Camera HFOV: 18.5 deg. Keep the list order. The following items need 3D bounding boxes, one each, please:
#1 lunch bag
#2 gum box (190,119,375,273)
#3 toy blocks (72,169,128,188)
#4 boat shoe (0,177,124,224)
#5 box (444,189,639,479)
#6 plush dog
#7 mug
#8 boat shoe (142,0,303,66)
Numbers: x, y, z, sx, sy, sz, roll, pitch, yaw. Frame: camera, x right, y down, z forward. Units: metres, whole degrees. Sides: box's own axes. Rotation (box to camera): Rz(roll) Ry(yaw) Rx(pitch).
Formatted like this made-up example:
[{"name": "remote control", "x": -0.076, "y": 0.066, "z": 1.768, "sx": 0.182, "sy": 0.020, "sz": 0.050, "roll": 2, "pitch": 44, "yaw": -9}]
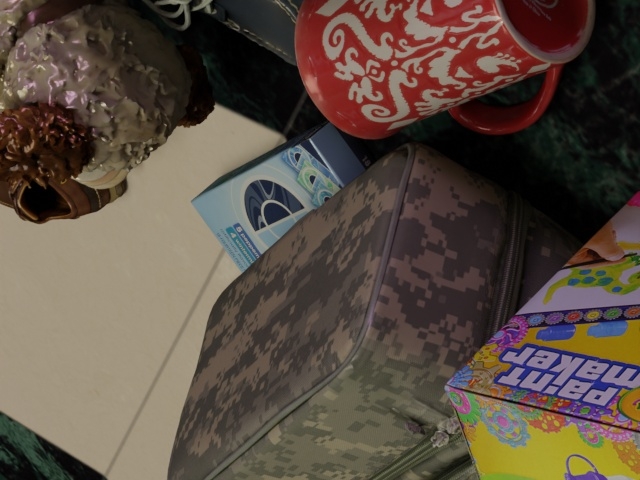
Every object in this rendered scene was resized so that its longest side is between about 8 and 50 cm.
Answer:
[{"name": "lunch bag", "x": 0.077, "y": 0.109, "z": 1.354, "sx": 0.256, "sy": 0.212, "sz": 0.305, "roll": 27, "pitch": 138, "yaw": -19}, {"name": "gum box", "x": 0.000, "y": 0.000, "z": 1.509, "sx": 0.157, "sy": 0.041, "sz": 0.184, "roll": 55, "pitch": 145, "yaw": -8}, {"name": "toy blocks", "x": -0.208, "y": -0.097, "z": 1.577, "sx": 0.123, "sy": 0.054, "sz": 0.148, "roll": 47, "pitch": 179, "yaw": 2}, {"name": "boat shoe", "x": -0.248, "y": -0.048, "z": 1.726, "sx": 0.178, "sy": 0.060, "sz": 0.064, "roll": 4, "pitch": 126, "yaw": 47}, {"name": "box", "x": 0.254, "y": 0.131, "z": 1.137, "sx": 0.177, "sy": 0.279, "sz": 0.290, "roll": 10, "pitch": 131, "yaw": 44}, {"name": "plush dog", "x": -0.189, "y": -0.138, "z": 1.405, "sx": 0.225, "sy": 0.262, "sz": 0.210, "roll": 40, "pitch": 133, "yaw": 22}, {"name": "mug", "x": 0.093, "y": -0.135, "z": 1.240, "sx": 0.169, "sy": 0.150, "sz": 0.113, "roll": -15, "pitch": 75, "yaw": 49}, {"name": "boat shoe", "x": -0.090, "y": -0.200, "z": 1.377, "sx": 0.254, "sy": 0.079, "sz": 0.095, "roll": 44, "pitch": 146, "yaw": 8}]
